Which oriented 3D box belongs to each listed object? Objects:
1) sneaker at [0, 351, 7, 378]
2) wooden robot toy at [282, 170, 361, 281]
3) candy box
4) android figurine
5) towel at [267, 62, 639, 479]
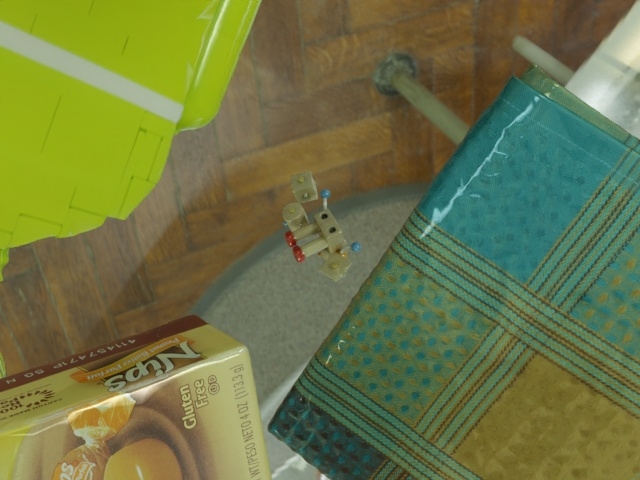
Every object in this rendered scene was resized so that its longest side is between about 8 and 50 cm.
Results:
[{"bbox_3d":[-0.349,0.194,0.848,0.145,0.385,0.147,-19,151,1],"label":"sneaker"},{"bbox_3d":[0.000,0.000,1.080,0.076,0.173,0.079,-27,144,-2],"label":"wooden robot toy"},{"bbox_3d":[-0.114,0.225,0.521,0.183,0.087,0.316,-16,107,-26],"label":"candy box"},{"bbox_3d":[-0.117,-0.114,0.344,0.248,0.056,0.273,17,93,-51],"label":"android figurine"},{"bbox_3d":[0.154,0.091,0.654,0.370,0.271,0.040,-56,171,23],"label":"towel"}]
